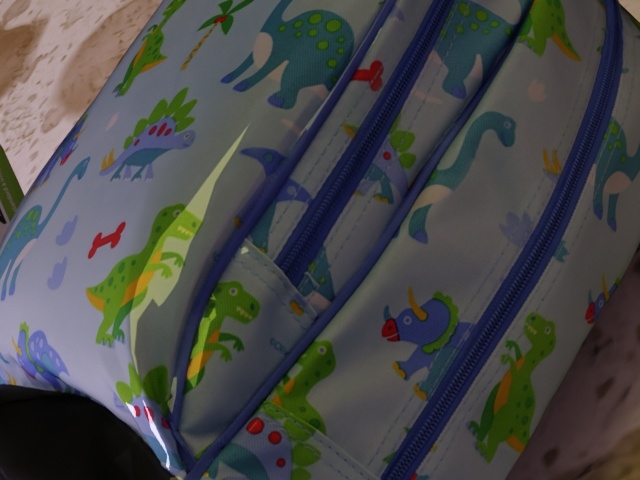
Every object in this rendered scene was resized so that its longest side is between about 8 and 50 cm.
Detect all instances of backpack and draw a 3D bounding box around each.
[{"bbox_3d":[0.000,0.000,0.678,0.355,0.273,0.290,-40,17,-18],"label":"backpack"}]

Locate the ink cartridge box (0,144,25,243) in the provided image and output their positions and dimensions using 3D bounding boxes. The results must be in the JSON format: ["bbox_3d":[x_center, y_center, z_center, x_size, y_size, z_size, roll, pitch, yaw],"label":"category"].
[{"bbox_3d":[-0.264,0.082,0.860,0.255,0.188,0.097,-31,13,-38],"label":"ink cartridge box"}]
